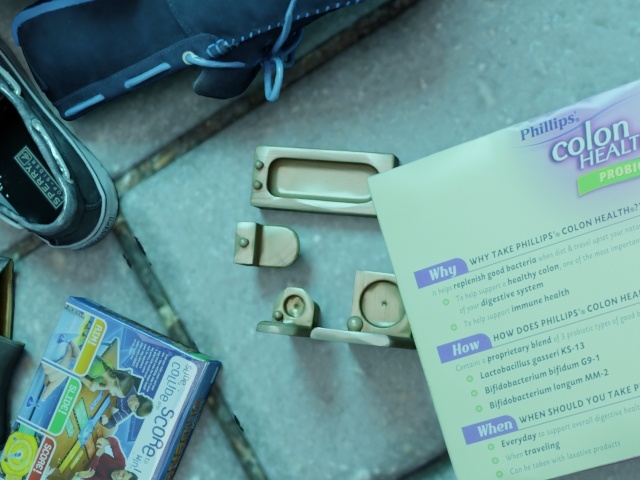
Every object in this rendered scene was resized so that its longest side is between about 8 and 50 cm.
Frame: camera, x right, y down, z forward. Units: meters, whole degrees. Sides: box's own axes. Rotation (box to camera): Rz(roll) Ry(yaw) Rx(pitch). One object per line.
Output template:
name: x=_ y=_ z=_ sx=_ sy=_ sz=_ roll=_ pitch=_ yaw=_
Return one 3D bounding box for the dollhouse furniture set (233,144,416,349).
dollhouse furniture set: x=0.000 y=0.000 z=0.951 sx=0.144 sy=0.123 sz=0.151 roll=5 pitch=86 yaw=14

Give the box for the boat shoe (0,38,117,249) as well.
boat shoe: x=-0.296 y=-0.109 z=1.043 sx=0.108 sy=0.102 sz=0.301 roll=-44 pitch=77 yaw=6

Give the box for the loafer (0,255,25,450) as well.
loafer: x=-0.277 y=0.093 z=1.043 sx=0.061 sy=0.062 sz=0.170 roll=-12 pitch=84 yaw=7

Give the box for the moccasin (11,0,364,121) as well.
moccasin: x=-0.079 y=-0.170 z=0.995 sx=0.342 sy=0.138 sz=0.116 roll=-6 pitch=110 yaw=31

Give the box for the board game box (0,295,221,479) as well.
board game box: x=-0.182 y=0.164 z=1.026 sx=0.136 sy=0.035 sz=0.201 roll=24 pitch=91 yaw=15

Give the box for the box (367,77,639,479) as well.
box: x=0.179 y=0.037 z=0.894 sx=0.214 sy=0.117 sz=0.243 roll=-20 pitch=81 yaw=20
